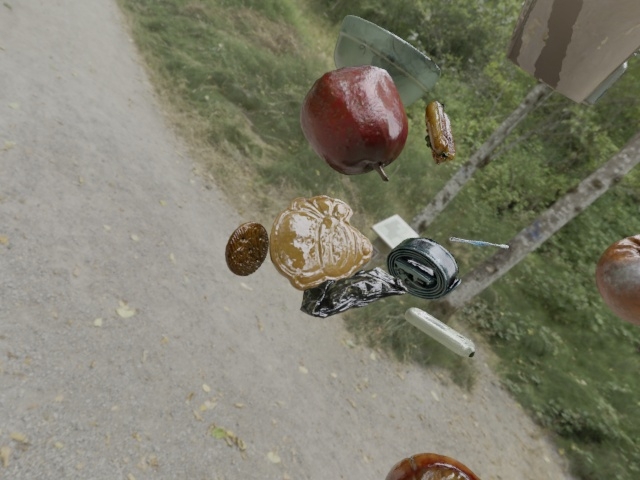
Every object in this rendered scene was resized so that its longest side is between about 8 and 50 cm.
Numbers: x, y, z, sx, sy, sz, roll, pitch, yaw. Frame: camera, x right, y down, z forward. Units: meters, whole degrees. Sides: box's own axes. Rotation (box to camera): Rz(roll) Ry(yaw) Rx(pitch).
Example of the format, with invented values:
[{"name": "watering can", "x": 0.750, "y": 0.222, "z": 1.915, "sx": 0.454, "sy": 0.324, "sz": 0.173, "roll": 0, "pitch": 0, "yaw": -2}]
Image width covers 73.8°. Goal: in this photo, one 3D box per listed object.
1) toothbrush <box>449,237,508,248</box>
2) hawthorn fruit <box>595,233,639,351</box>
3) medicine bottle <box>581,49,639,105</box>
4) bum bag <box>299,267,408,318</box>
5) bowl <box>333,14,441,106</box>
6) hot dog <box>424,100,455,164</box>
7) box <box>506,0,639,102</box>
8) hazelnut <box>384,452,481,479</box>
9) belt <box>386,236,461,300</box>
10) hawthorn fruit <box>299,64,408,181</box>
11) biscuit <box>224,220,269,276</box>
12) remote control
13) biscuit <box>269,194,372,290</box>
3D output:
[{"name": "toothbrush", "x": 0.452, "y": 0.007, "z": 1.221, "sx": 0.162, "sy": 0.014, "sz": 0.017, "roll": 10, "pitch": -13, "yaw": 14}, {"name": "hawthorn fruit", "x": 0.810, "y": 0.097, "z": 1.038, "sx": 0.263, "sy": 0.235, "sz": 0.231, "roll": 30, "pitch": 30, "yaw": -50}, {"name": "medicine bottle", "x": 0.604, "y": -0.386, "z": 0.916, "sx": 0.105, "sy": 0.168, "sz": 0.105, "roll": 22, "pitch": 35, "yaw": -17}, {"name": "bum bag", "x": 0.070, "y": 0.116, "z": 0.966, "sx": 0.102, "sy": 0.248, "sz": 0.069, "roll": -141, "pitch": -138, "yaw": -70}, {"name": "bowl", "x": 0.164, "y": -0.475, "z": 1.190, "sx": 0.307, "sy": 0.163, "sz": 0.307, "roll": 29, "pitch": 20, "yaw": -11}, {"name": "hot dog", "x": 0.263, "y": -0.245, "z": 0.958, "sx": 0.072, "sy": 0.055, "sz": 0.188, "roll": 41, "pitch": 39, "yaw": -36}, {"name": "box", "x": 0.283, "y": -0.271, "z": 0.339, "sx": 0.106, "sy": 0.251, "sz": 0.203, "roll": 40, "pitch": 3, "yaw": 10}, {"name": "hazelnut", "x": 0.093, "y": 0.204, "z": 0.327, "sx": 0.086, "sy": 0.086, "sz": 0.086, "roll": 41, "pitch": 14, "yaw": -13}, {"name": "belt", "x": 0.355, "y": 0.103, "z": 1.473, "sx": 0.268, "sy": 0.206, "sz": 0.116, "roll": 20, "pitch": 39, "yaw": 39}, {"name": "hawthorn fruit", "x": 0.075, "y": -0.228, "z": 0.869, "sx": 0.249, "sy": 0.215, "sz": 0.215, "roll": 67, "pitch": 15, "yaw": 0}, {"name": "biscuit", "x": -0.236, "y": 0.028, "z": 1.398, "sx": 0.027, "sy": 0.187, "sz": 0.188, "roll": 18, "pitch": -3, "yaw": 35}, {"name": "remote control", "x": 0.339, "y": 0.257, "z": 1.215, "sx": 0.221, "sy": 0.042, "sz": 0.078, "roll": 30, "pitch": 16, "yaw": 34}, {"name": "biscuit", "x": 0.000, "y": 0.000, "z": 1.419, "sx": 0.057, "sy": 0.351, "sz": 0.312, "roll": 138, "pitch": -58, "yaw": -67}]
